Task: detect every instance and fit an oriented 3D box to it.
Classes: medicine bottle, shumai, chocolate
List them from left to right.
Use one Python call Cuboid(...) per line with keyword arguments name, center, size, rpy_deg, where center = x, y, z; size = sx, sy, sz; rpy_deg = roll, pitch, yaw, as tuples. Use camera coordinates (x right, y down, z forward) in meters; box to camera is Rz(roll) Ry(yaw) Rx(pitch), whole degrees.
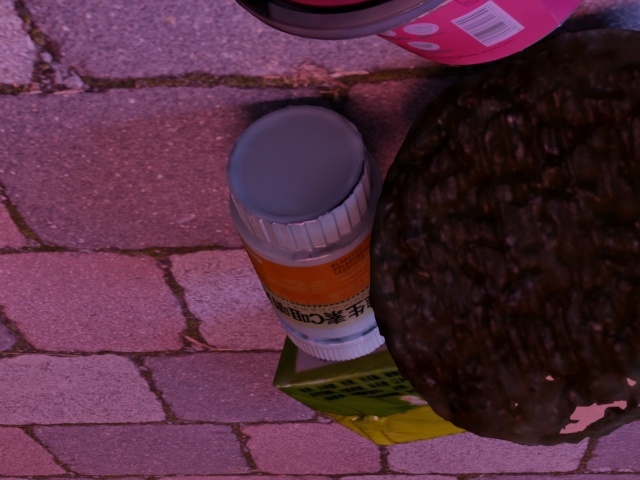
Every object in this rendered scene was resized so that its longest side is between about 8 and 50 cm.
Cuboid(name="medicine bottle", center=(0.000, 0.000, 1.115), size=(0.158, 0.158, 0.318), rpy_deg=(-3, 150, 8))
Cuboid(name="chocolate", center=(0.134, 0.172, 1.448), size=(0.300, 0.137, 0.289), rpy_deg=(-15, 147, 29))
Cuboid(name="shumai", center=(0.277, 0.003, 1.005), size=(0.395, 0.395, 0.348), rpy_deg=(-17, 167, 30))

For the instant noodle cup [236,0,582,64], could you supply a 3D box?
Cuboid(name="instant noodle cup", center=(0.075, -0.221, 0.651), size=(0.258, 0.302, 0.181), rpy_deg=(-57, 146, 9))
